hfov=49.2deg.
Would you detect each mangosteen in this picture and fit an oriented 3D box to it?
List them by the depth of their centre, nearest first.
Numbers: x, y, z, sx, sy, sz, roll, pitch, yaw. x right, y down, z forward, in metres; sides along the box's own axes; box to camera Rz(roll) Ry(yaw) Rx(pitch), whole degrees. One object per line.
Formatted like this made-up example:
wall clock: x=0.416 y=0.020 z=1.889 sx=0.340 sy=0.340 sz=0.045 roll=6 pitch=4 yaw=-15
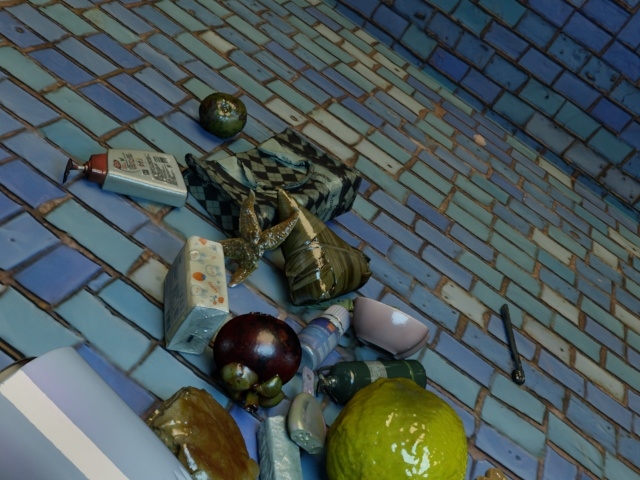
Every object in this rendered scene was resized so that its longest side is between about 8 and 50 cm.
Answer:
mangosteen: x=-0.124 y=0.239 z=1.367 sx=0.199 sy=0.200 sz=0.200 roll=22 pitch=36 yaw=-17

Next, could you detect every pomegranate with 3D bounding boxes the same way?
pomegranate: x=-0.279 y=-0.369 z=1.993 sx=0.138 sy=0.126 sz=0.163 roll=6 pitch=41 yaw=-16

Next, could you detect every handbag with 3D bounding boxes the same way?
handbag: x=-0.133 y=-0.153 z=1.834 sx=0.316 sy=0.180 sz=0.416 roll=39 pitch=39 yaw=21

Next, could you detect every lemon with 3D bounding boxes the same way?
lemon: x=0.143 y=0.392 z=1.298 sx=0.268 sy=0.268 sz=0.322 roll=36 pitch=29 yaw=2

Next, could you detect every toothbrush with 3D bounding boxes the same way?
toothbrush: x=0.539 y=0.285 z=1.969 sx=0.030 sy=0.030 sz=0.297 roll=17 pitch=38 yaw=-8

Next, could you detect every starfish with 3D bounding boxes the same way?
starfish: x=-0.164 y=-0.013 z=1.589 sx=0.138 sy=0.247 sz=0.050 roll=43 pitch=5 yaw=2

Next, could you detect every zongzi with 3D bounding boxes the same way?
zongzi: x=0.000 y=0.000 z=1.697 sx=0.286 sy=0.134 sz=0.289 roll=-10 pitch=79 yaw=-60

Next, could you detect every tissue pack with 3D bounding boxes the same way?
tissue pack: x=-0.254 y=0.110 z=1.417 sx=0.092 sy=0.148 sz=0.196 roll=16 pitch=38 yaw=-29

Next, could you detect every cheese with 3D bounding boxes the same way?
cheese: x=-0.026 y=0.320 z=1.364 sx=0.097 sy=0.037 sz=0.192 roll=44 pitch=23 yaw=-26

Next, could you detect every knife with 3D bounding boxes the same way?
knife: x=0.080 y=0.162 z=1.745 sx=0.292 sy=0.020 sz=0.043 roll=6 pitch=42 yaw=-32

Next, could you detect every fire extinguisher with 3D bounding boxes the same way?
fire extinguisher: x=0.094 y=0.307 z=1.523 sx=0.294 sy=0.093 sz=0.118 roll=5 pitch=32 yaw=-35

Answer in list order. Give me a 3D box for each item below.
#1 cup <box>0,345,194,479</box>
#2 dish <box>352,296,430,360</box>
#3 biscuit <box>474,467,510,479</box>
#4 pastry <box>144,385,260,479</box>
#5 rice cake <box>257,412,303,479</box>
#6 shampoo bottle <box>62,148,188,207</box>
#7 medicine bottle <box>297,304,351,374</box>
cup: x=-0.335 y=0.352 z=0.977 sx=0.371 sy=0.253 sz=0.253 roll=43 pitch=35 yaw=6
dish: x=0.146 y=0.215 z=1.613 sx=0.213 sy=0.213 sz=0.091 roll=28 pitch=76 yaw=-9
biscuit: x=0.380 y=0.567 z=1.501 sx=0.133 sy=0.027 sz=0.184 roll=49 pitch=37 yaw=18
pastry: x=-0.206 y=0.340 z=1.170 sx=0.218 sy=0.100 sz=0.229 roll=43 pitch=14 yaw=-40
rice cake: x=-0.074 y=0.413 z=1.275 sx=0.069 sy=0.063 sz=0.207 roll=20 pitch=36 yaw=-29
shampoo bottle: x=-0.463 y=-0.154 z=1.633 sx=0.284 sy=0.071 sz=0.153 roll=2 pitch=48 yaw=-35
medicine bottle: x=0.000 y=0.216 z=1.558 sx=0.083 sy=0.083 sz=0.203 roll=40 pitch=33 yaw=8
